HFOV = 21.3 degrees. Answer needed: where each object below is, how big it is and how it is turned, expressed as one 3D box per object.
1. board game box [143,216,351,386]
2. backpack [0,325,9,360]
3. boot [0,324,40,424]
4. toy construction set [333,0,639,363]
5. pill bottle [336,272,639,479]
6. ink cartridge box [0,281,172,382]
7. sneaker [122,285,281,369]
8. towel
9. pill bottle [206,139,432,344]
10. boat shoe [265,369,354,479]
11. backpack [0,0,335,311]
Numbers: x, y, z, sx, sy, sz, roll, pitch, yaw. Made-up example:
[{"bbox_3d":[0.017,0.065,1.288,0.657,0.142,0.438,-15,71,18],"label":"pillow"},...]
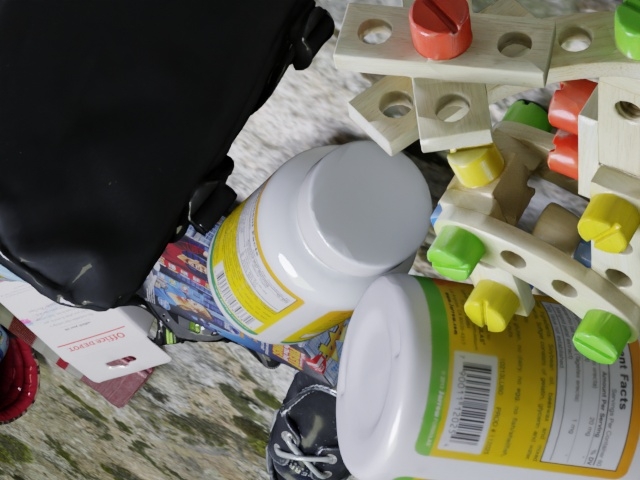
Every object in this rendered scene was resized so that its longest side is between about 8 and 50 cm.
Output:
[{"bbox_3d":[-0.055,0.038,1.431,0.194,0.060,0.194,28,157,8],"label":"board game box"},{"bbox_3d":[-0.402,0.081,1.812,0.173,0.117,0.158,33,160,6],"label":"backpack"},{"bbox_3d":[-0.508,0.085,2.025,0.284,0.138,0.377,24,160,22],"label":"boot"},{"bbox_3d":[0.131,-0.047,0.916,0.215,0.151,0.328,23,167,23],"label":"toy construction set"},{"bbox_3d":[0.145,0.105,1.119,0.245,0.136,0.136,10,163,-17],"label":"pill bottle"},{"bbox_3d":[-0.232,0.046,1.630,0.115,0.067,0.198,-17,129,35],"label":"ink cartridge box"},{"bbox_3d":[-0.113,0.073,1.556,0.188,0.078,0.067,26,157,14],"label":"sneaker"},{"bbox_3d":[-0.331,0.066,1.893,0.329,0.037,0.237,36,160,-4],"label":"towel"},{"bbox_3d":[0.000,0.000,1.204,0.117,0.118,0.208,36,158,-7],"label":"pill bottle"},{"bbox_3d":[-0.001,0.181,1.598,0.108,0.102,0.301,32,158,2],"label":"boat shoe"},{"bbox_3d":[-0.179,-0.111,1.031,0.273,0.290,0.355,31,168,-11],"label":"backpack"}]
